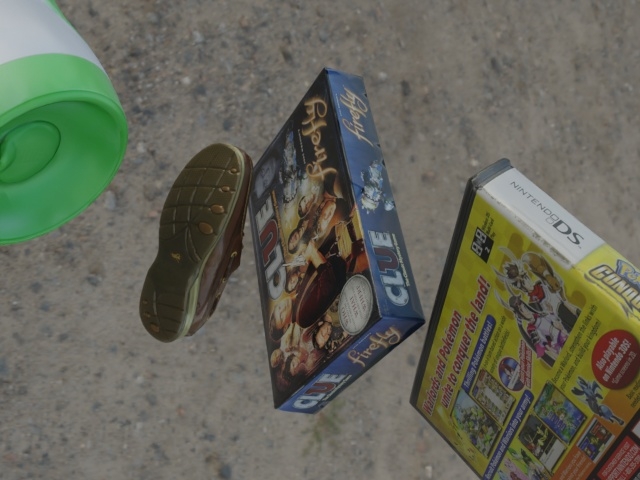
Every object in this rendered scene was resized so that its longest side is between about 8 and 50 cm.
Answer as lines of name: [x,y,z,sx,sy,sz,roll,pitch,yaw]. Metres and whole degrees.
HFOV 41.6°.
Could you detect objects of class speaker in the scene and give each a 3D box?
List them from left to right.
speaker: [-0.239,-0.136,0.492,0.131,0.131,0.296,-19,59,-46]

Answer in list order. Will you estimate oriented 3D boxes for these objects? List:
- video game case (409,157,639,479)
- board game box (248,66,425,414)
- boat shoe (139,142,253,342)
video game case: [0.164,0.119,0.527,0.035,0.248,0.275,-31,150,-24]
board game box: [0.000,0.000,0.709,0.042,0.165,0.243,10,51,-29]
boat shoe: [-0.096,0.001,0.700,0.060,0.064,0.178,-7,124,-56]
